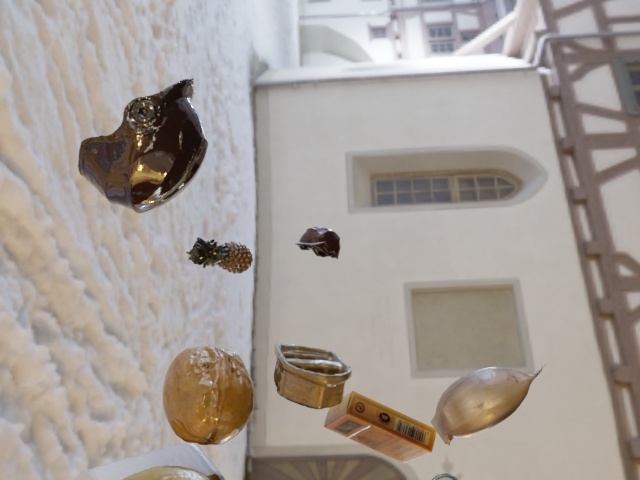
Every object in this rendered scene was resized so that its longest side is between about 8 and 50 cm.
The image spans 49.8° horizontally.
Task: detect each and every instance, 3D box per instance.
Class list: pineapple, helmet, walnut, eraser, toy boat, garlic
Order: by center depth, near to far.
[{"bbox_3d":[-0.015,0.221,1.117,0.188,0.116,0.061,-157,-103,-78],"label":"toy boat"},{"bbox_3d":[0.336,0.292,1.315,0.148,0.267,0.128,-127,-164,-80],"label":"garlic"},{"bbox_3d":[-0.336,-0.177,1.423,0.177,0.305,0.225,54,1,5],"label":"helmet"},{"bbox_3d":[-0.215,0.031,1.461,0.159,0.074,0.074,13,70,-53],"label":"pineapple"},{"bbox_3d":[-0.243,0.331,1.491,0.221,0.196,0.195,-110,-169,-46],"label":"walnut"},{"bbox_3d":[-0.371,0.600,1.567,0.150,0.331,0.331,36,-38,43],"label":"eraser"},{"bbox_3d":[0.000,0.000,1.730,0.123,0.098,0.070,28,75,-40],"label":"helmet"}]

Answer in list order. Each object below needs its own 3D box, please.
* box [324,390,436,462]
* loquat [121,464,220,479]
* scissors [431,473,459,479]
[{"bbox_3d":[0.168,0.537,1.969,0.174,0.274,0.076,-52,-166,54],"label":"box"},{"bbox_3d":[-0.230,0.468,1.079,0.244,0.244,0.243,-3,90,-88],"label":"loquat"},{"bbox_3d":[0.316,0.556,1.330,0.125,0.256,0.030,-62,156,-14],"label":"scissors"}]
